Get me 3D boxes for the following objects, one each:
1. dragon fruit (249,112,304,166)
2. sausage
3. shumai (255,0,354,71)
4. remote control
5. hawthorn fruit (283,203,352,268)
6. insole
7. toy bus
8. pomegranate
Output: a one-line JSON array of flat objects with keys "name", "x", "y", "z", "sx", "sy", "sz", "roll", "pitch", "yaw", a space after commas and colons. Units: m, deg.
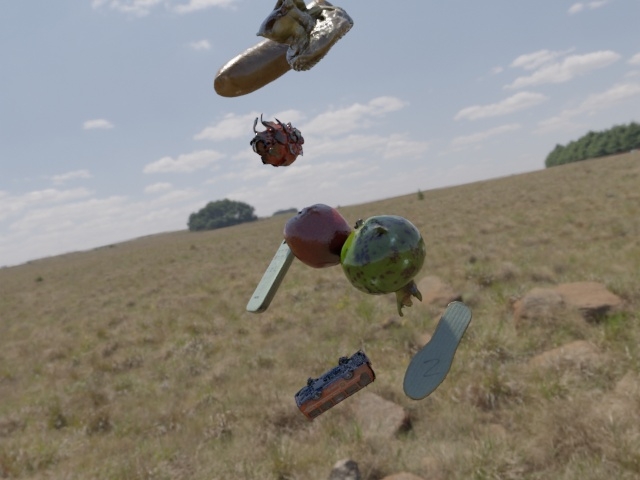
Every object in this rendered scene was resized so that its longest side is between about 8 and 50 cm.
[{"name": "dragon fruit", "x": -0.110, "y": -0.248, "z": 1.393, "sx": 0.142, "sy": 0.121, "sz": 0.130, "roll": 12, "pitch": 17, "yaw": -18}, {"name": "sausage", "x": -0.128, "y": -0.578, "z": 1.675, "sx": 0.501, "sy": 0.123, "sz": 0.136, "roll": -42, "pitch": -20, "yaw": -19}, {"name": "shumai", "x": -0.033, "y": -0.443, "z": 1.138, "sx": 0.161, "sy": 0.153, "sz": 0.209, "roll": -49, "pitch": 17, "yaw": 15}, {"name": "remote control", "x": -0.117, "y": 0.076, "z": 1.565, "sx": 0.090, "sy": 0.038, "sz": 0.309, "roll": -12, "pitch": 45, "yaw": 58}, {"name": "hawthorn fruit", "x": 0.000, "y": 0.000, "z": 1.401, "sx": 0.169, "sy": 0.188, "sz": 0.169, "roll": -34, "pitch": -7, "yaw": -5}, {"name": "insole", "x": 0.201, "y": 0.187, "z": 0.929, "sx": 0.064, "sy": 0.188, "sz": 0.004, "roll": 29, "pitch": -12, "yaw": 16}, {"name": "toy bus", "x": 0.042, "y": 0.399, "z": 1.507, "sx": 0.235, "sy": 0.096, "sz": 0.073, "roll": -32, "pitch": 31, "yaw": 1}, {"name": "pomegranate", "x": 0.166, "y": 0.056, "z": 1.310, "sx": 0.211, "sy": 0.263, "sz": 0.211, "roll": -35, "pitch": 8, "yaw": 5}]
